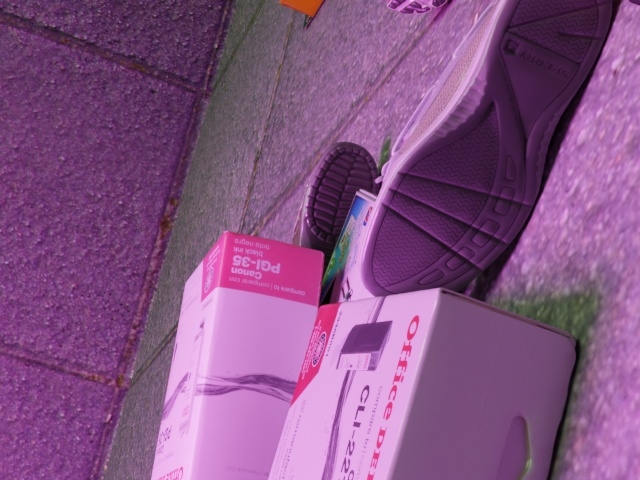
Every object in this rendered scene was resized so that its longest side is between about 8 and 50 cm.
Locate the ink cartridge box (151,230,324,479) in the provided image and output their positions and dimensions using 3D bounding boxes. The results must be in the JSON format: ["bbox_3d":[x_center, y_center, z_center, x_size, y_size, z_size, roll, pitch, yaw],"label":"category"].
[{"bbox_3d":[-0.093,0.160,1.110,0.207,0.117,0.283,137,144,-63],"label":"ink cartridge box"}]

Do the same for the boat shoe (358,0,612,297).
[{"bbox_3d":[0.131,-0.090,0.872,0.103,0.118,0.320,-112,47,-77],"label":"boat shoe"}]

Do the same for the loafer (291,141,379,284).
[{"bbox_3d":[0.000,0.000,1.256,0.087,0.094,0.251,-8,64,69],"label":"loafer"}]

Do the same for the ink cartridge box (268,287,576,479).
[{"bbox_3d":[0.062,0.151,0.799,0.273,0.114,0.197,162,126,-71],"label":"ink cartridge box"}]

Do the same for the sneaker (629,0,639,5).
[{"bbox_3d":[0.199,-0.284,0.779,0.097,0.135,0.276,-53,35,43],"label":"sneaker"}]

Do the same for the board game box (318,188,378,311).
[{"bbox_3d":[0.032,0.106,1.087,0.193,0.053,0.305,-139,69,-73],"label":"board game box"}]

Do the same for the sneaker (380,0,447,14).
[{"bbox_3d":[0.162,-0.392,1.216,0.279,0.107,0.118,-58,1,32],"label":"sneaker"}]

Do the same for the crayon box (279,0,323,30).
[{"bbox_3d":[0.007,-0.581,1.994,0.318,0.081,0.202,131,154,-56],"label":"crayon box"}]
